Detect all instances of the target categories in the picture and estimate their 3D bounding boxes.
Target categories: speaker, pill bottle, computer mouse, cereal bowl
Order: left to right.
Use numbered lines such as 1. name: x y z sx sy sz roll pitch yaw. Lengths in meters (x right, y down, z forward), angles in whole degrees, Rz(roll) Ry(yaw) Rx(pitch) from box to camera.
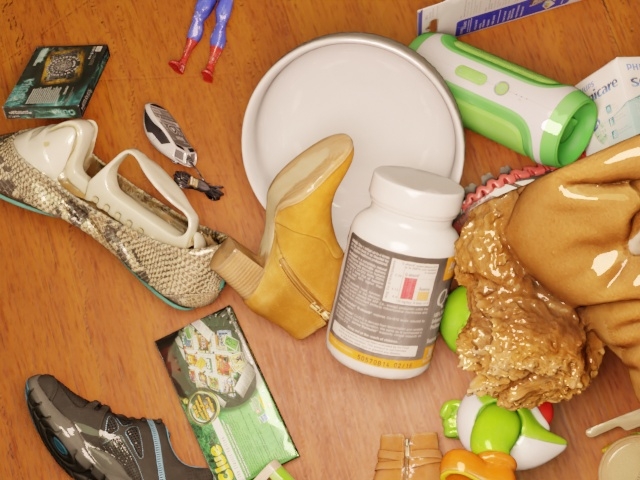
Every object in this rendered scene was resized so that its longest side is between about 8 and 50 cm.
1. computer mouse: -0.235 -0.143 1.615 0.042 0.106 0.193 -43 65 19
2. cereal bowl: 0.056 -0.158 1.519 0.339 0.141 0.339 5 117 9
3. pill bottle: 0.110 0.044 1.430 0.162 0.162 0.278 15 109 8
4. speaker: 0.263 -0.216 1.515 0.296 0.131 0.131 31 83 33

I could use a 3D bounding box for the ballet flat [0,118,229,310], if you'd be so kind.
1. ballet flat: -0.337 -0.080 1.556 0.482 0.164 0.182 32 121 8

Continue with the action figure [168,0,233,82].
1. action figure: -0.171 -0.416 1.635 0.091 0.139 0.280 17 78 7

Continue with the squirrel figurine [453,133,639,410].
1. squirrel figurine: 0.370 0.083 1.284 0.397 0.281 0.370 -24 88 24

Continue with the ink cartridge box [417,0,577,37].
1. ink cartridge box: 0.301 -0.401 1.572 0.332 0.165 0.065 -18 78 0

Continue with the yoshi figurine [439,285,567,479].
1. yoshi figurine: 0.226 0.205 1.438 0.203 0.203 0.362 43 50 -27

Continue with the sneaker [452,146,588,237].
1. sneaker: 0.324 -0.054 1.535 0.276 0.097 0.135 -23 76 -1

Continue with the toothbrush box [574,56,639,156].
1. toothbrush box: 0.521 -0.117 1.480 0.216 0.126 0.296 -7 79 -22

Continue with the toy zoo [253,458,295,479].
1. toy zoo: -0.027 0.490 1.459 0.293 0.030 0.192 45 108 11

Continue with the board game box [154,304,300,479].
1. board game box: -0.146 0.246 1.554 0.136 0.030 0.260 -25 78 -2

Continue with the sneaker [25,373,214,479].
1. sneaker: -0.313 0.315 1.528 0.341 0.125 0.139 41 57 14

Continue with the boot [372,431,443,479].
1. boot: 0.094 0.366 1.495 0.197 0.073 0.152 -5 71 5

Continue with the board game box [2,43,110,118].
1. board game box: -0.426 -0.260 1.623 0.126 0.026 0.186 0 41 7

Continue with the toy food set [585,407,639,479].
1. toy food set: 0.478 0.347 1.480 0.132 0.038 0.192 -21 83 8

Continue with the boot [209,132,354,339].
1. boot: 0.000 0.001 1.488 0.211 0.104 0.295 38 103 -29
